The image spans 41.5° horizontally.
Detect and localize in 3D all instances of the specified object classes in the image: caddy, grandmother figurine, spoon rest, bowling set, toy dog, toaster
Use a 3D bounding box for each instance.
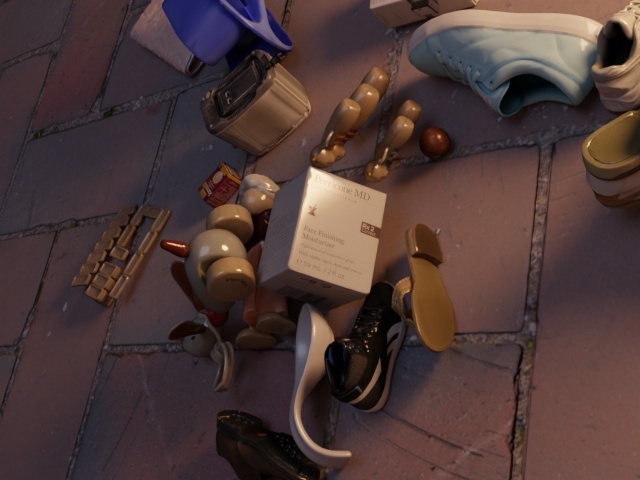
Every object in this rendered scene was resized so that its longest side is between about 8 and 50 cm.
[{"bbox_3d":[-0.193,-0.492,1.842,0.179,0.241,0.341,-48,45,19],"label":"caddy"},{"bbox_3d":[-0.106,0.018,1.571,0.207,0.104,0.343,-32,49,32],"label":"grandmother figurine"},{"bbox_3d":[-0.015,0.230,1.370,0.137,0.084,0.276,111,154,-52],"label":"spoon rest"},{"bbox_3d":[0.104,-0.163,1.452,0.154,0.199,0.287,-57,-4,30],"label":"bowling set"},{"bbox_3d":[-0.222,0.090,1.488,0.220,0.160,0.334,-115,37,-60],"label":"toy dog"},{"bbox_3d":[-0.123,-0.280,1.722,0.227,0.146,0.129,-39,47,19],"label":"toaster"}]

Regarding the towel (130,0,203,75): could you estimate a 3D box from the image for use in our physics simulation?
[{"bbox_3d":[-0.322,-0.594,2.145,0.317,0.053,0.332,-54,44,2],"label":"towel"}]

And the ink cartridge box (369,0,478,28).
[{"bbox_3d":[0.197,-0.498,1.594,0.190,0.082,0.140,-7,68,36],"label":"ink cartridge box"}]

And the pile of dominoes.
[{"bbox_3d":[-0.450,0.029,1.935,0.196,0.040,0.251,15,69,46],"label":"pile of dominoes"}]

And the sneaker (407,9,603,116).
[{"bbox_3d":[0.277,-0.281,1.379,0.365,0.135,0.150,8,69,44],"label":"sneaker"}]

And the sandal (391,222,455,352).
[{"bbox_3d":[0.150,0.088,1.333,0.079,0.088,0.240,-38,38,38],"label":"sandal"}]

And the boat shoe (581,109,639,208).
[{"bbox_3d":[0.495,-0.144,1.131,0.302,0.103,0.113,-24,45,4],"label":"boat shoe"}]

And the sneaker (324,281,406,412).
[{"bbox_3d":[0.068,0.151,1.328,0.079,0.121,0.217,-8,62,37],"label":"sneaker"}]

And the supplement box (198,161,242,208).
[{"bbox_3d":[-0.211,-0.115,1.781,0.083,0.043,0.055,-46,45,12],"label":"supplement box"}]

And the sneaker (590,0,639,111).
[{"bbox_3d":[0.467,-0.312,1.240,0.090,0.115,0.232,15,78,44],"label":"sneaker"}]

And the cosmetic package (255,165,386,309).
[{"bbox_3d":[0.000,0.000,1.421,0.151,0.151,0.184,-29,46,61],"label":"cosmetic package"}]

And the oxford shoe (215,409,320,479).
[{"bbox_3d":[-0.088,0.364,1.393,0.227,0.082,0.096,19,102,44],"label":"oxford shoe"}]
